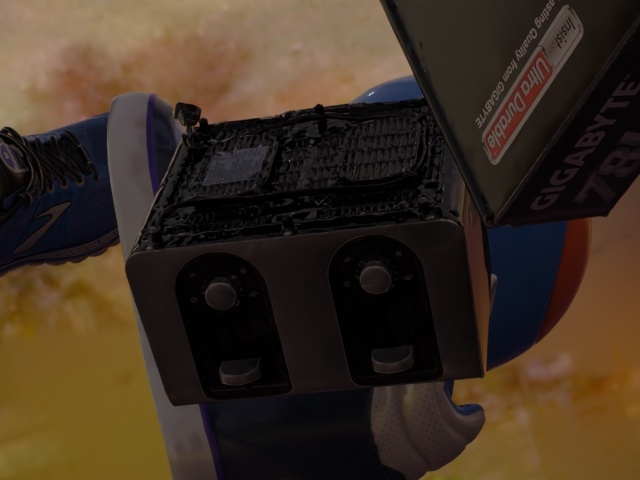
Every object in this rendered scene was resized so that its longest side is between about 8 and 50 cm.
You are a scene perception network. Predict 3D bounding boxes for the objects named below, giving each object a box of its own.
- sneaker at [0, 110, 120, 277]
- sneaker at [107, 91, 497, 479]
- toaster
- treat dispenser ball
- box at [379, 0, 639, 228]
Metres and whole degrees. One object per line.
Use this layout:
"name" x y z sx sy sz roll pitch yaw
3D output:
"sneaker" -0.274 -0.044 1.610 0.330 0.130 0.147 -31 -19 -31
"sneaker" -0.007 0.025 1.155 0.236 0.322 0.130 -11 -30 -5
"toaster" 0.000 0.000 0.892 0.168 0.110 0.185 -6 27 9
"treat dispenser ball" 0.110 -0.013 1.615 0.288 0.288 0.288 -18 -2 -1
"box" 0.093 -0.205 0.669 0.073 0.293 0.295 -6 -32 -26
